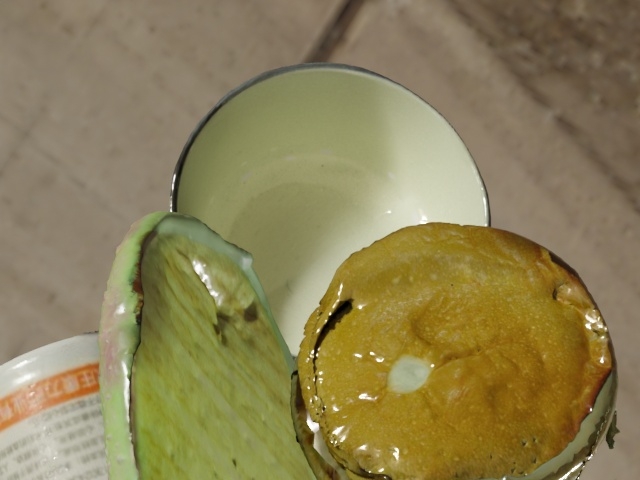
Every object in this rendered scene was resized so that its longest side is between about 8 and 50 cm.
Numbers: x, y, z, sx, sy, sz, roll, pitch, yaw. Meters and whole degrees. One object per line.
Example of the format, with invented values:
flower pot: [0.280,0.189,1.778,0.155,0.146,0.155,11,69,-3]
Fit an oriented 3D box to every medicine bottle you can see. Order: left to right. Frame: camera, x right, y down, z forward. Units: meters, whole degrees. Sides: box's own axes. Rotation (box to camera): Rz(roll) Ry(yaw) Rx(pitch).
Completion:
medicine bottle: [-0.156,0.204,1.407,0.144,0.144,0.252,105,142,-71]

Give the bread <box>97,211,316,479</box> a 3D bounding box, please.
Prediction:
bread: [-0.053,0.132,1.041,0.045,0.301,0.301,-14,145,15]

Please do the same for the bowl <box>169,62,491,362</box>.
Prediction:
bowl: [0.000,0.000,1.458,0.237,0.238,0.126,30,157,3]

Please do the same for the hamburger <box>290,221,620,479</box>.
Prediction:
hamburger: [0.071,0.087,1.008,0.185,0.177,0.113,30,147,14]
